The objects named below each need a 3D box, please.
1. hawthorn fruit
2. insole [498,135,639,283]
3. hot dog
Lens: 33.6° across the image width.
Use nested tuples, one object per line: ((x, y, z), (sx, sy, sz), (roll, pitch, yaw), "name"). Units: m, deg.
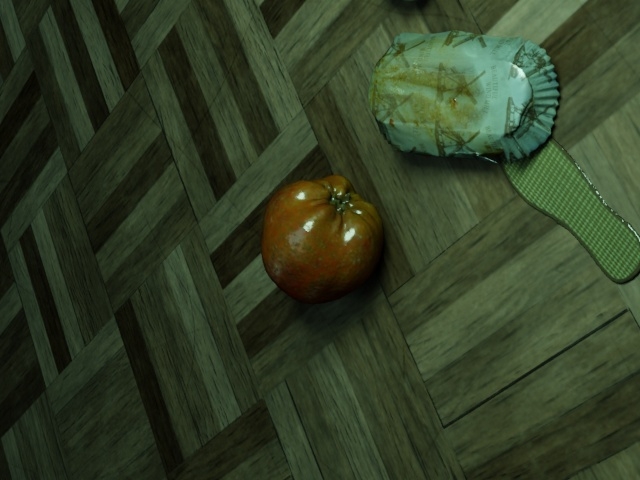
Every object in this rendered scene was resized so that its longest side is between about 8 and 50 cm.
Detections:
((0.000, 0.000, 1.485), (0.189, 0.189, 0.189), (2, 93, 48), "hawthorn fruit")
((0.296, -0.049, 1.267), (0.253, 0.005, 0.086), (51, 127, 34), "insole")
((0.176, -0.184, 1.345), (0.270, 0.082, 0.162), (11, 105, 41), "hot dog")
